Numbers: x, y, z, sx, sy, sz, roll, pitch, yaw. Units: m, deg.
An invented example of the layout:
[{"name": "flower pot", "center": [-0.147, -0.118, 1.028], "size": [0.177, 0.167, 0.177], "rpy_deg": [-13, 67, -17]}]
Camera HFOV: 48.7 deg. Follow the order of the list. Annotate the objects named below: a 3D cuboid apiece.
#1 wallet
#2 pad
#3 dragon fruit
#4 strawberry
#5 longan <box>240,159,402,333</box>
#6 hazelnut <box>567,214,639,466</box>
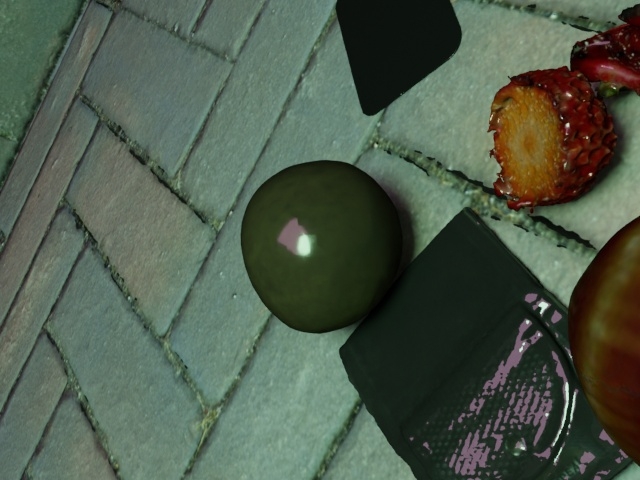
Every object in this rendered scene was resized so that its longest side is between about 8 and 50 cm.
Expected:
[{"name": "wallet", "center": [0.155, 0.145, 0.730], "size": [0.247, 0.041, 0.323], "rpy_deg": [-50, 42, 17]}, {"name": "pad", "center": [0.102, -0.316, 1.008], "size": [0.181, 0.004, 0.267], "rpy_deg": [-33, 52, 33]}, {"name": "dragon fruit", "center": [0.315, -0.166, 0.636], "size": [0.192, 0.122, 0.092], "rpy_deg": [2, 90, 45]}, {"name": "strawberry", "center": [0.228, -0.102, 0.702], "size": [0.145, 0.086, 0.145], "rpy_deg": [43, 142, 46]}, {"name": "longan", "center": [0.000, 0.000, 0.841], "size": [0.196, 0.196, 0.220], "rpy_deg": [-49, 30, 21]}, {"name": "hazelnut", "center": [0.287, 0.060, 0.514], "size": [0.229, 0.229, 0.229], "rpy_deg": [-21, 59, 40]}]
